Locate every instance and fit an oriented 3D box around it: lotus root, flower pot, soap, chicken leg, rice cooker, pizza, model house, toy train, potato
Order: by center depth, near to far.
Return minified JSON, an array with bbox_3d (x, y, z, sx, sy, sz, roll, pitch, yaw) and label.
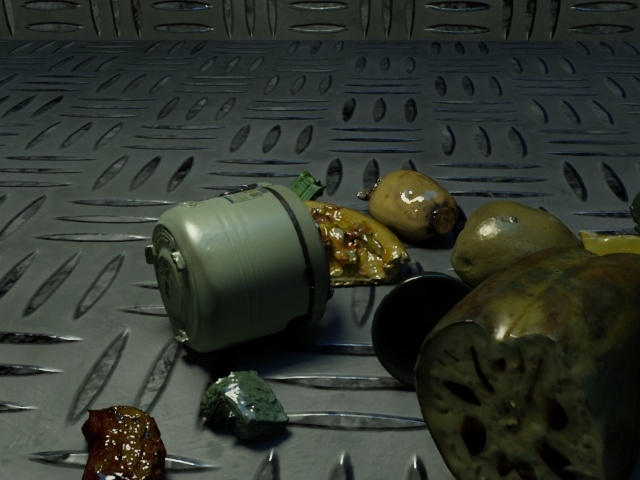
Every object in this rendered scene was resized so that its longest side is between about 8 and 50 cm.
[{"bbox_3d":[-0.224,0.245,0.909,0.105,0.063,0.234,0,23,-9],"label":"chicken leg"},{"bbox_3d":[0.281,0.131,0.927,0.251,0.250,0.346,20,33,36],"label":"lotus root"},{"bbox_3d":[-0.092,0.208,0.996,0.079,0.066,0.083,-8,42,-39],"label":"model house"},{"bbox_3d":[0.145,0.108,1.092,0.158,0.157,0.107,0,13,3],"label":"flower pot"},{"bbox_3d":[0.434,0.046,1.159,0.135,0.076,0.233,9,-5,22],"label":"soap"},{"bbox_3d":[-0.109,0.036,1.167,0.244,0.226,0.226,-17,30,-23],"label":"rice cooker"},{"bbox_3d":[0.310,0.017,1.288,0.194,0.157,0.157,20,30,12],"label":"potato"},{"bbox_3d":[0.011,-0.013,1.418,0.258,0.087,0.268,1,24,-3],"label":"pizza"},{"bbox_3d":[0.154,-0.069,1.489,0.125,0.118,0.221,0,23,-40],"label":"lotus root"},{"bbox_3d":[-0.035,-0.086,1.545,0.056,0.093,0.038,46,27,9],"label":"toy train"}]

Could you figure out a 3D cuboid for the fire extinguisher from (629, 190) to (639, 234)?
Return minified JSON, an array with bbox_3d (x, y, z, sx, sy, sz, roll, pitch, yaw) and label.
[{"bbox_3d":[0.614,0.003,1.344,0.118,0.093,0.294,-4,27,-5],"label":"fire extinguisher"}]
